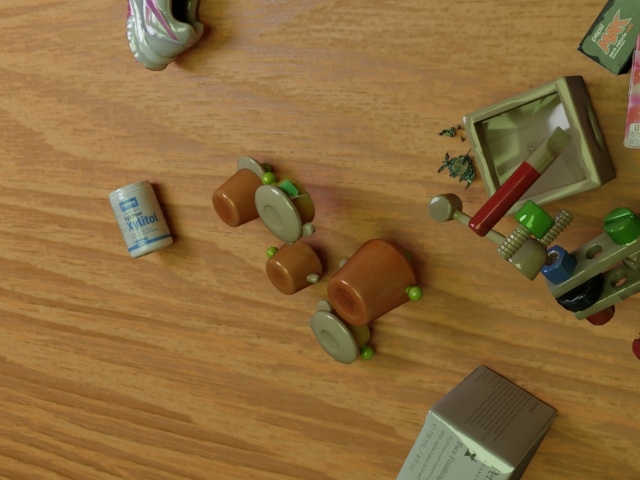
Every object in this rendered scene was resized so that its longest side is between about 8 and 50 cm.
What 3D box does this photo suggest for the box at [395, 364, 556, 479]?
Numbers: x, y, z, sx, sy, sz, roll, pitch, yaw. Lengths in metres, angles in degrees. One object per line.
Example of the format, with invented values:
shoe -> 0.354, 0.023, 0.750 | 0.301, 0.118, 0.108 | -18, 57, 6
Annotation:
box -> 0.184, 0.281, 1.090 | 0.119, 0.182, 0.180 | 31, 114, 21

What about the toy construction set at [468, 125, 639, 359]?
toy construction set -> 0.344, -0.002, 0.887 | 0.309, 0.257, 0.237 | 40, 98, 0

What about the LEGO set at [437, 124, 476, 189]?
LEGO set -> 0.177, -0.104, 1.106 | 0.054, 0.023, 0.083 | 2, 89, 28

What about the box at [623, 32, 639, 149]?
box -> 0.451, -0.143, 0.873 | 0.257, 0.128, 0.122 | 11, 106, 28

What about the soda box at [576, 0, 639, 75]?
soda box -> 0.353, -0.265, 0.946 | 0.060, 0.053, 0.168 | 39, 117, 18

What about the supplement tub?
supplement tub -> -0.278, -0.032, 1.352 | 0.071, 0.071, 0.107 | -21, 91, 32

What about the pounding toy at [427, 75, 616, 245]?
pounding toy -> 0.232, -0.073, 1.034 | 0.206, 0.094, 0.181 | -19, 91, 32

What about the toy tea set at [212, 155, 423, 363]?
toy tea set -> 0.000, 0.000, 1.198 | 0.336, 0.124, 0.200 | 50, 149, 7

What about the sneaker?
sneaker -> -0.229, -0.376, 1.239 | 0.111, 0.103, 0.252 | -12, 101, 27
